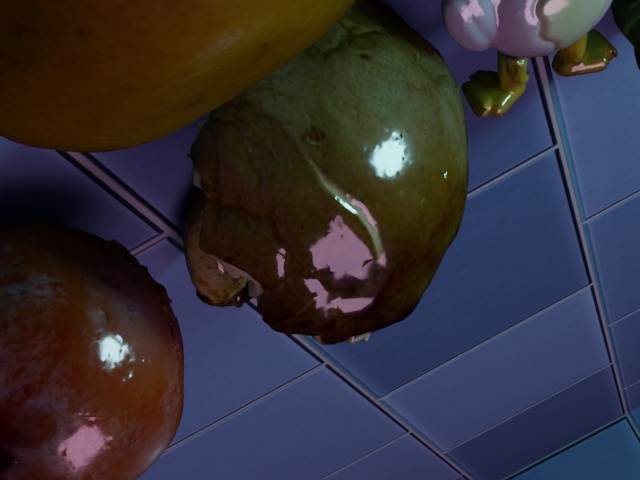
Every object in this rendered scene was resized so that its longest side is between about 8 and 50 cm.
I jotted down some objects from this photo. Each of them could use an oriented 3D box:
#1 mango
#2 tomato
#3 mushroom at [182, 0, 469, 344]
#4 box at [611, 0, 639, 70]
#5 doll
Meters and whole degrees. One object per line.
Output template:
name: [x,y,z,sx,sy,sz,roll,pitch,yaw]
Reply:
mango: [-0.085,-0.138,0.593,0.211,0.173,0.317,-22,170,-28]
tomato: [-0.202,0.093,0.892,0.184,0.208,0.208,-30,163,-37]
mushroom: [-0.042,-0.027,0.896,0.301,0.233,0.208,-25,-156,28]
box: [0.384,-0.168,0.901,0.328,0.253,0.177,-40,156,24]
doll: [0.148,-0.211,0.776,0.160,0.094,0.365,-25,158,-12]
